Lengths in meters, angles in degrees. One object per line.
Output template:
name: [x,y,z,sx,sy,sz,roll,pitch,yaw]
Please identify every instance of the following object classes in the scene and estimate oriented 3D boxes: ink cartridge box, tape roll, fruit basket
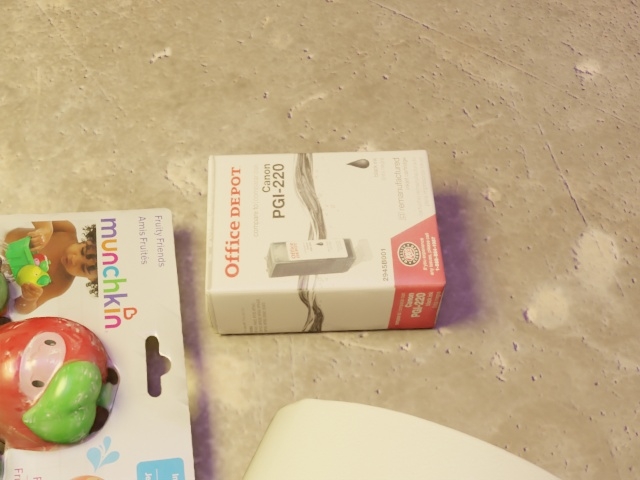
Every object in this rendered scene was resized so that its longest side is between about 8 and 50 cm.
ink cartridge box: [0.000,0.000,0.796,0.218,0.092,0.158,-3,59,-1]
tape roll: [0.074,0.221,0.552,0.286,0.286,0.100,21,60,11]
fruit basket: [-0.290,0.106,0.685,0.353,0.165,0.327,-5,59,-8]
